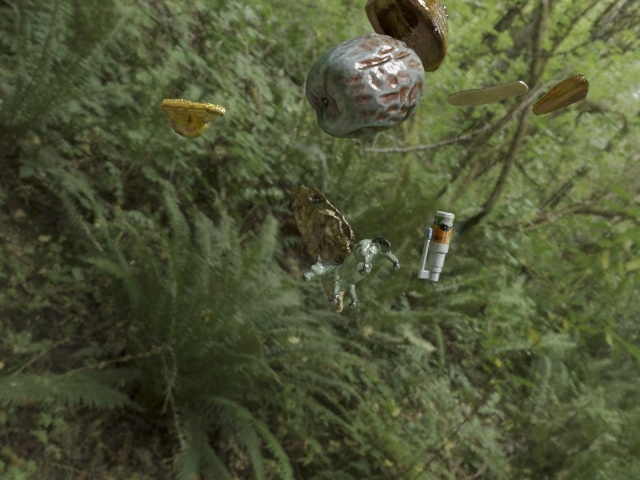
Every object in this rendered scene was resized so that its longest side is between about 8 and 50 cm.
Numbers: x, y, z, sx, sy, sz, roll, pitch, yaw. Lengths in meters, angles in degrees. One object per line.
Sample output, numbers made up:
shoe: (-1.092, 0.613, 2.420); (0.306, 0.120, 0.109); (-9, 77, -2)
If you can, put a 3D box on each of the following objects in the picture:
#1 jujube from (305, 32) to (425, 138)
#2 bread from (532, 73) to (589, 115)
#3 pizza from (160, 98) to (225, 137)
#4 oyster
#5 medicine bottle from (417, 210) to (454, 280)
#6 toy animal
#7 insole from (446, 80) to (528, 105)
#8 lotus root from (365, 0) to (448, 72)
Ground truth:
jujube: (0.115, -0.355, 1.632); (0.308, 0.246, 0.215); (-28, 80, -34)
bread: (0.566, -0.341, 1.649); (0.054, 0.136, 0.154); (65, 19, 12)
pizza: (-0.416, -0.395, 2.315); (0.188, 0.204, 0.080); (94, -2, -68)
oyster: (0.013, 0.003, 2.008); (0.111, 0.204, 0.396); (-19, 78, -25)
medicine bottle: (0.363, 0.017, 2.205); (0.092, 0.220, 0.061); (7, 6, -29)
toy animal: (0.062, 0.057, 1.475); (0.073, 0.217, 0.176); (35, 25, -30)
insole: (0.474, -0.415, 1.987); (0.248, 0.011, 0.081); (-4, -26, 43)
lotus root: (0.243, -0.573, 1.837); (0.291, 0.193, 0.193); (45, 11, -38)
